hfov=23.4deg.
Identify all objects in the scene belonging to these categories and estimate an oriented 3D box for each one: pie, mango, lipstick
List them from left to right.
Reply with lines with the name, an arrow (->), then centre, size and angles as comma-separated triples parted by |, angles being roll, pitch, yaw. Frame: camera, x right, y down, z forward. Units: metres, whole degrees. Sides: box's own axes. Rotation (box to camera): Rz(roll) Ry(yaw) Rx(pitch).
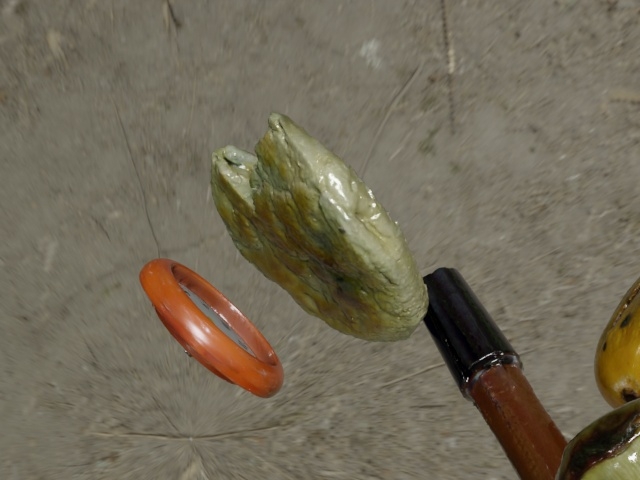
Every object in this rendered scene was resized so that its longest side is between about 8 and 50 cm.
pie -> 0.000, 0.000, 1.743 | 0.075, 0.337, 0.337 | -42, 88, -22
lipstick -> 0.206, 0.183, 1.649 | 0.077, 0.077, 0.418 | -22, 45, -7
mango -> 0.393, 0.066, 1.644 | 0.120, 0.177, 0.295 | 36, 65, 7

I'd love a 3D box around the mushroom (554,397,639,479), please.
mushroom -> 0.269, 0.203, 0.866 | 0.312, 0.081, 0.100 | 40, 120, 2

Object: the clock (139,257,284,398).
clock -> -0.122, 0.099, 1.722 | 0.205, 0.205, 0.051 | 44, 97, 2
